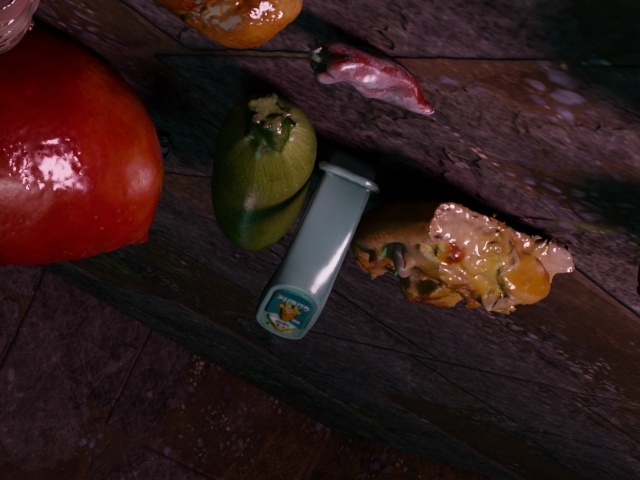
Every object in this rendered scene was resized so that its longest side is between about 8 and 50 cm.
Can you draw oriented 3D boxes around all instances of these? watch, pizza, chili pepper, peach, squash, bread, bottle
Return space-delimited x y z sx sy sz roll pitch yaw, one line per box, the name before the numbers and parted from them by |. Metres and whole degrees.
watch | 0.000 0.000 1.642 0.068 0.195 0.237 24 156 0
pizza | 0.142 0.027 1.656 0.223 0.089 0.323 17 170 -8
chili pepper | 0.042 -0.141 1.318 0.153 0.041 0.050 14 -162 -41
peach | -0.320 -0.097 1.673 0.281 0.281 0.338 10 161 48
squash | -0.060 -0.075 1.620 0.107 0.107 0.395 23 165 2
bread | -0.168 -0.247 1.160 0.344 0.084 0.124 29 166 -21
bottle | -0.310 -0.230 1.467 0.099 0.099 0.152 26 169 -12

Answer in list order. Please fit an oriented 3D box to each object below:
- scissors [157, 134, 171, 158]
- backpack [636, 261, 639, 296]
scissors | -0.202 -0.118 1.923 0.039 0.012 0.113 26 167 -12
backpack | 0.384 0.071 1.341 0.229 0.139 0.229 24 167 6
